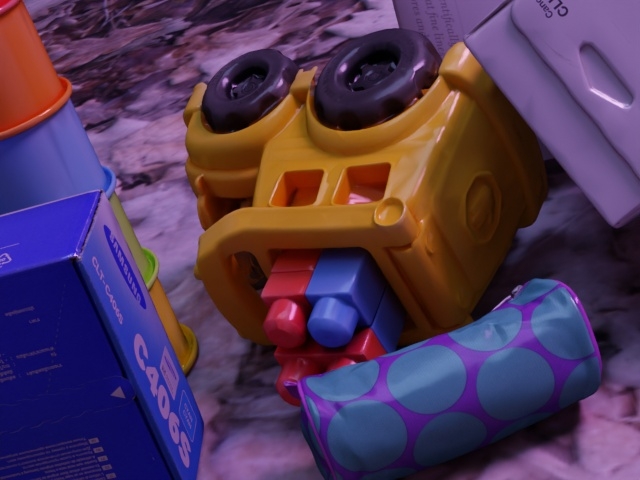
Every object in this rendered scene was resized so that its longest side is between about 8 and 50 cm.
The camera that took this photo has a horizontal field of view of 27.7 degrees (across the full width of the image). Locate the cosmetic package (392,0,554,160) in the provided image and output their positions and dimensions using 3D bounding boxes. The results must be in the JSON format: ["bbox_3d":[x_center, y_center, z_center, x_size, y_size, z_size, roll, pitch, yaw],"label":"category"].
[{"bbox_3d":[0.137,-0.154,0.902,0.151,0.151,0.184,-14,21,10],"label":"cosmetic package"}]

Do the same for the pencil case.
[{"bbox_3d":[0.063,0.074,0.661,0.151,0.064,0.070,-22,58,-4],"label":"pencil case"}]

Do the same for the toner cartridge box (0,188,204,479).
[{"bbox_3d":[-0.255,0.098,0.716,0.348,0.165,0.075,-14,29,9],"label":"toner cartridge box"}]

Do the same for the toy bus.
[{"bbox_3d":[0.000,0.000,0.776,0.220,0.149,0.211,-1,50,34],"label":"toy bus"}]

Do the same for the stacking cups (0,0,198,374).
[{"bbox_3d":[-0.163,-0.046,0.750,0.096,0.316,0.096,-13,30,8],"label":"stacking cups"}]

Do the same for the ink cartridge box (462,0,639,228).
[{"bbox_3d":[0.178,-0.096,0.710,0.127,0.128,0.176,-40,-8,17],"label":"ink cartridge box"}]
